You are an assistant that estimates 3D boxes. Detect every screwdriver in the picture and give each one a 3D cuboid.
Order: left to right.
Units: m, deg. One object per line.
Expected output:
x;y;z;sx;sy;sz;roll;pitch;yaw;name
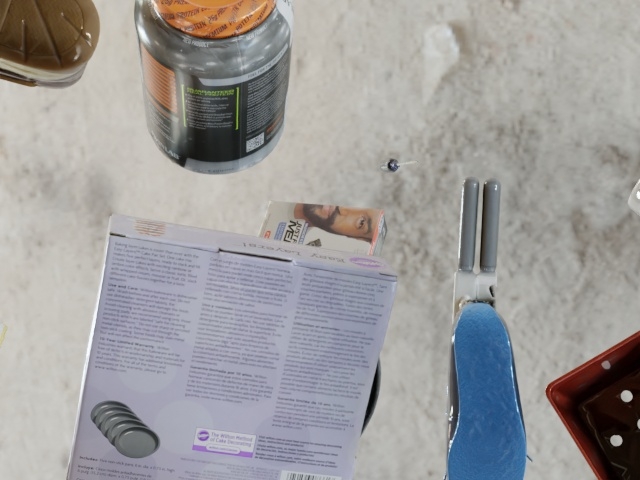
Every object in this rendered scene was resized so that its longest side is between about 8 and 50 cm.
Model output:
0.122;-0.115;1.828;0.170;0.024;0.025;-156;80;-76;screwdriver

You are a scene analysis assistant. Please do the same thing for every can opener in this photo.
0.270;0.026;2.038;0.074;0.093;0.281;3;106;11;can opener

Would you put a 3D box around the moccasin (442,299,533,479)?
0.254;0.257;1.784;0.137;0.117;0.342;3;99;3;moccasin

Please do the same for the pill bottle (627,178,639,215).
0.320;0.003;0.795;0.208;0.119;0.119;41;119;17;pill bottle

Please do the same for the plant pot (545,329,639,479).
0.542;0.296;1.938;0.267;0.236;0.267;-31;77;2;plant pot

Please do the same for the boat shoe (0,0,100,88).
-0.368;-0.223;1.064;0.123;0.341;0.123;143;145;-70;boat shoe

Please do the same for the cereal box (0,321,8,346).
-0.409;0.091;0.990;0.240;0.047;0.173;30;109;-17;cereal box

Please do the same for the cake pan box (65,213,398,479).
-0.076;0.117;1.046;0.266;0.070;0.246;8;108;-9;cake pan box

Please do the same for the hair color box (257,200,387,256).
0.000;0.000;1.634;0.167;0.093;0.053;5;144;17;hair color box

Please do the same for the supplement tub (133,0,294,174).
-0.080;-0.142;0.895;0.117;0.117;0.190;50;159;19;supplement tub
